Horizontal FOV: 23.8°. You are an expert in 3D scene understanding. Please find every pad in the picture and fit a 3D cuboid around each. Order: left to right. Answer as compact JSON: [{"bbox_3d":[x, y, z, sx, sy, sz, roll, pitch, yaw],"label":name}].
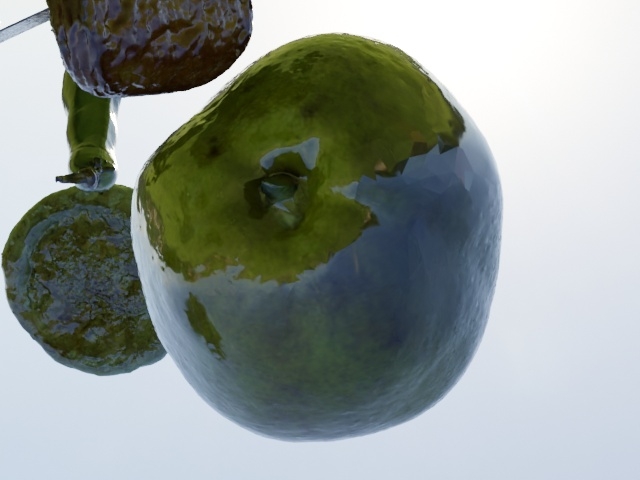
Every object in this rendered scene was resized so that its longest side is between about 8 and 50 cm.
[{"bbox_3d":[-0.222,-0.164,1.155,0.211,0.003,0.143,-20,-170,26],"label":"pad"}]

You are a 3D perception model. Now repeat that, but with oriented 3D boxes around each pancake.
[{"bbox_3d":[-0.273,0.048,1.836,0.253,0.253,0.037,-15,-172,17],"label":"pancake"}]

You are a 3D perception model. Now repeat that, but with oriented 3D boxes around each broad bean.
[{"bbox_3d":[-0.217,-0.119,1.459,0.067,0.075,0.325,-3,-144,-7],"label":"broad bean"}]

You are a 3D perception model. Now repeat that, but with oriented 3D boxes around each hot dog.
[{"bbox_3d":[-0.106,-0.137,0.908,0.065,0.099,0.147,-14,-179,43],"label":"hot dog"}]

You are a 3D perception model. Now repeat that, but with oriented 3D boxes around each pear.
[{"bbox_3d":[0.000,0.000,1.018,0.269,0.269,0.321,-20,163,2],"label":"pear"}]
